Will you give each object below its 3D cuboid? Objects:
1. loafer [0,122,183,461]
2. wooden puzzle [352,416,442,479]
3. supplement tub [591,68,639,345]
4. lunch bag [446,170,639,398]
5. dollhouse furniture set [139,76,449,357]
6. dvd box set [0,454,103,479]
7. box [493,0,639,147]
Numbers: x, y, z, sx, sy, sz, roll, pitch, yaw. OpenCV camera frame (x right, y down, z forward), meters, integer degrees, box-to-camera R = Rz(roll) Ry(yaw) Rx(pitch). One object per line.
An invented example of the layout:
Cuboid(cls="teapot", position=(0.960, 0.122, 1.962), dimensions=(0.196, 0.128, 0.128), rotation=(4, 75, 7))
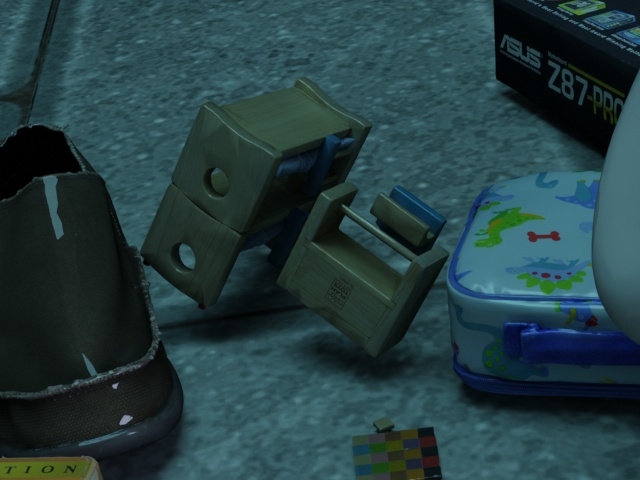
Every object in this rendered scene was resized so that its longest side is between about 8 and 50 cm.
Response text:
Cuboid(cls="loafer", position=(-0.187, 0.024, 0.994), dimensions=(0.134, 0.130, 0.366), rotation=(-15, 28, -13))
Cuboid(cls="wooden puzzle", position=(0.044, 0.128, 0.866), dimensions=(0.049, 0.006, 0.083), rotation=(-7, 28, 2))
Cuboid(cls="supplement tub", position=(0.316, -0.005, 0.685), dimensions=(0.325, 0.235, 0.235), rotation=(23, 27, -9))
Cuboid(cls="lunch bag", position=(0.191, 0.028, 0.924), dimensions=(0.219, 0.090, 0.176), rotation=(0, 28, 16))
Cuboid(cls="dollhouse furniture set", position=(0.000, 0.000, 1.011), dimensions=(0.183, 0.129, 0.129), rotation=(37, 30, 18))
Cuboid(cls="dvd box set", position=(-0.293, 0.250, 0.672), dimensions=(0.307, 0.062, 0.420), rotation=(-4, 28, 10))
Cuboid(cls="box", position=(0.368, -0.143, 1.192), dimensions=(0.318, 0.097, 0.395), rotation=(-14, 28, -17))
